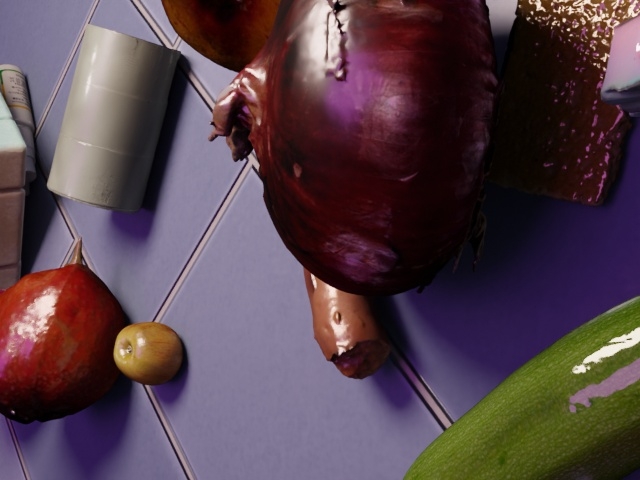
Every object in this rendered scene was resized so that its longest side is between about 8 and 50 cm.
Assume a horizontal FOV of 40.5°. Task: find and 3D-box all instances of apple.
[{"bbox_3d":[-0.213,0.139,1.067,0.084,0.071,0.083,-9,78,45],"label":"apple"}]

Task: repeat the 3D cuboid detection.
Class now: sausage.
[{"bbox_3d":[-0.001,0.000,0.865,0.078,0.078,0.304,-42,53,34],"label":"sausage"}]

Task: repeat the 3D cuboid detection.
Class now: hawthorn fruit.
[{"bbox_3d":[-0.351,0.119,1.149,0.190,0.190,0.251,0,70,47],"label":"hawthorn fruit"}]

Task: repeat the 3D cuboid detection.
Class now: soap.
[{"bbox_3d":[0.265,-0.124,0.584,0.149,0.100,0.056,-1,81,47],"label":"soap"}]

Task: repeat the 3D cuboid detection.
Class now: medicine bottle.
[{"bbox_3d":[-0.513,-0.185,1.452,0.092,0.061,0.220,117,140,-53],"label":"medicine bottle"}]

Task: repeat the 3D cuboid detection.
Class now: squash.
[{"bbox_3d":[0.171,0.143,0.638,0.395,0.107,0.107,-45,54,33],"label":"squash"}]

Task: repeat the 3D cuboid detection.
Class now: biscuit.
[{"bbox_3d":[0.205,-0.148,0.705,0.131,0.025,0.230,20,98,46],"label":"biscuit"}]

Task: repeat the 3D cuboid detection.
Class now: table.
[{"bbox_3d":[-0.271,-0.158,1.136,0.126,0.126,0.219,25,102,46],"label":"table"}]

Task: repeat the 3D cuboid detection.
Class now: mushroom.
[{"bbox_3d":[-0.034,-0.302,0.877,0.254,0.267,0.267,-47,44,-13],"label":"mushroom"}]

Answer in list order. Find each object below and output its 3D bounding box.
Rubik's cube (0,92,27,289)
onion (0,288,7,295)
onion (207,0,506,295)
[{"bbox_3d":[-0.658,-0.094,1.347,0.322,0.316,0.318,52,137,37],"label":"Rubik's cube"},{"bbox_3d":[-0.483,0.161,1.298,0.177,0.153,0.177,-23,53,33],"label":"onion"},{"bbox_3d":[0.030,-0.112,0.710,0.314,0.233,0.313,-172,90,-82],"label":"onion"}]
